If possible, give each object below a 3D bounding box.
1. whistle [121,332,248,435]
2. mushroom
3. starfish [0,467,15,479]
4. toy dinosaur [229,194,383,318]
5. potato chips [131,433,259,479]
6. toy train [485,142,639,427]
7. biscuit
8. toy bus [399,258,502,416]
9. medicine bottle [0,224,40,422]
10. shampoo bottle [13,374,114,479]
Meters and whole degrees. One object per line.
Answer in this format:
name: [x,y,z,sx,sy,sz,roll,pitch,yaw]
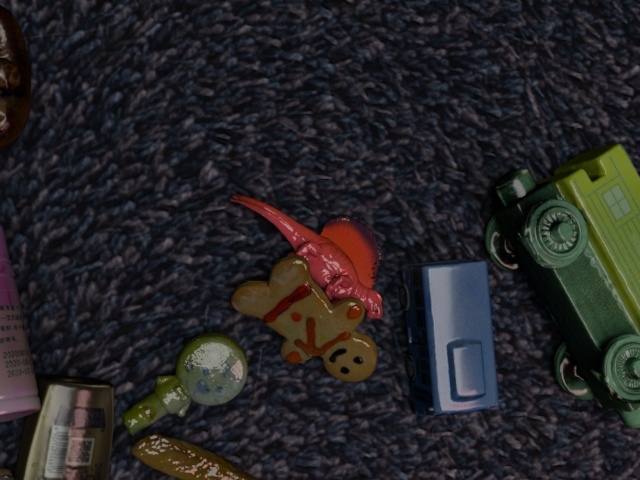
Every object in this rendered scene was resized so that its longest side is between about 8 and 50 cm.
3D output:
whistle: [-0.195,0.210,1.499,0.198,0.057,0.104,-34,102,-5]
mushroom: [-0.488,-0.217,1.400,0.194,0.138,0.231,1,77,-1]
starfish: [-0.667,0.284,1.332,0.383,0.132,0.398,-38,119,-13]
toy dinosaur: [0.007,-0.002,1.553,0.139,0.070,0.286,-44,96,-22]
potato chips: [-0.092,0.384,1.504,0.407,0.080,0.057,37,97,-12]
toy train: [0.444,0.057,1.605,0.272,0.179,0.442,-32,95,-19]
biscuit: [-0.007,0.123,1.514,0.153,0.030,0.234,-34,112,25]
toy bus: [0.192,0.147,1.551,0.116,0.133,0.234,-5,89,-15]
medicine bottle: [-0.464,0.114,1.359,0.152,0.152,0.254,-12,80,-14]
shampoo bottle: [-0.360,0.364,1.428,0.125,0.084,0.350,9,87,-37]
